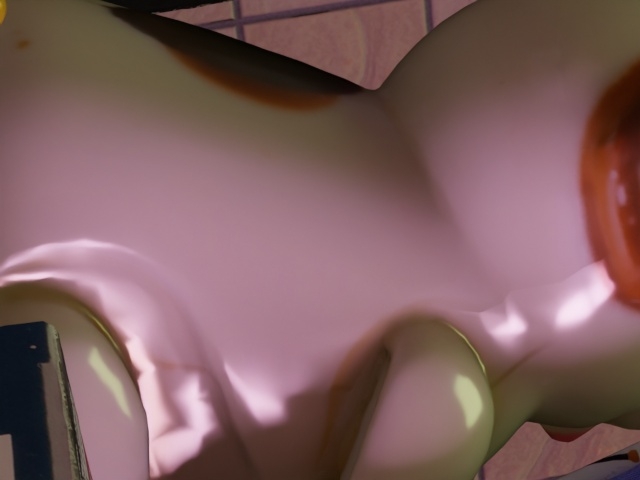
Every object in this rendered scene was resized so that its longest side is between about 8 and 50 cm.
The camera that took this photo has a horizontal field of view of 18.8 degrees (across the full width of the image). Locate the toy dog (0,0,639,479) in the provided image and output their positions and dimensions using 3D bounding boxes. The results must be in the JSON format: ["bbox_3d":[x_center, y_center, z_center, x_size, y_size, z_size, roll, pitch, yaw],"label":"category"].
[{"bbox_3d":[0.000,0.000,0.876,0.284,0.408,0.395,-131,-148,-81],"label":"toy dog"}]

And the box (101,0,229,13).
[{"bbox_3d":[-0.116,-0.311,1.088,0.179,0.313,0.343,89,-9,-63],"label":"box"}]

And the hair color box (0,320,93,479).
[{"bbox_3d":[-0.102,0.205,0.633,0.347,0.105,0.174,86,-6,-48],"label":"hair color box"}]

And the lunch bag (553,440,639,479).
[{"bbox_3d":[0.083,0.211,0.789,0.115,0.303,0.243,44,-31,47],"label":"lunch bag"}]

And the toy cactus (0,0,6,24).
[{"bbox_3d":[-0.162,-0.083,0.583,0.219,0.112,0.180,96,3,-66],"label":"toy cactus"}]
